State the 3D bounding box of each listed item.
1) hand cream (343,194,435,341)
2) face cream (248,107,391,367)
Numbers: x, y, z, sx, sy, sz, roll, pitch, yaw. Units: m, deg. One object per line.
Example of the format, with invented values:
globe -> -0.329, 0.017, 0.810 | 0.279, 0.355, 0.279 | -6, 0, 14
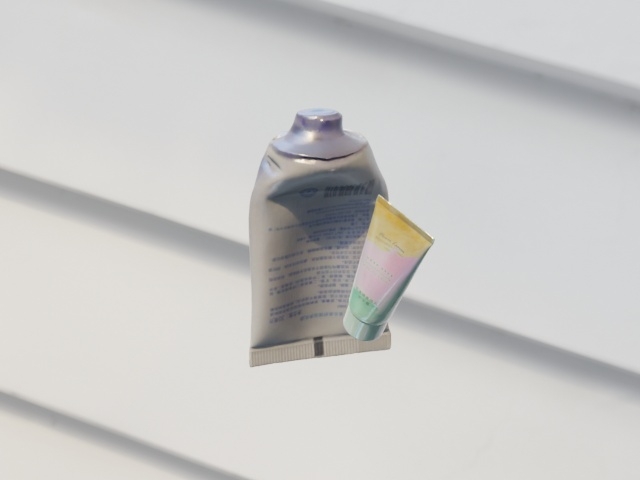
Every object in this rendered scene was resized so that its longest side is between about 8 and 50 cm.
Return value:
hand cream -> 0.066, 0.034, 1.344 | 0.047, 0.076, 0.174 | -34, -25, -40
face cream -> 0.000, 0.000, 1.959 | 0.137, 0.235, 0.420 | -124, 30, -62
